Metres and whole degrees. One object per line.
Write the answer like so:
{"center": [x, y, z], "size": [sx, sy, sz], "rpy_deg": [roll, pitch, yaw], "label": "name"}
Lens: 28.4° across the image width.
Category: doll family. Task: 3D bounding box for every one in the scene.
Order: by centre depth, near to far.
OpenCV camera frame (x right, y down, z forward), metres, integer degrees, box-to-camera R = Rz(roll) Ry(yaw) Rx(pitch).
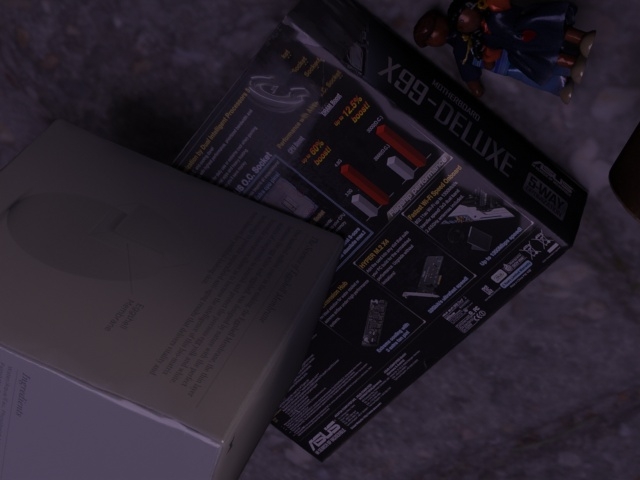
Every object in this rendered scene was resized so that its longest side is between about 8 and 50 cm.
{"center": [0.117, -0.153, 0.776], "size": [0.111, 0.076, 0.193], "rpy_deg": [16, 130, 5], "label": "doll family"}

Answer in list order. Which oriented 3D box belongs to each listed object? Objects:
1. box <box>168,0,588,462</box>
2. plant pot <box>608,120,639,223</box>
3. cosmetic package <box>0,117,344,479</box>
{"center": [0.000, 0.000, 0.925], "size": [0.242, 0.076, 0.307], "rpy_deg": [38, 128, -6], "label": "box"}
{"center": [0.301, -0.097, 0.676], "size": [0.215, 0.215, 0.230], "rpy_deg": [22, 114, 6], "label": "plant pot"}
{"center": [-0.133, 0.062, 0.828], "size": [0.225, 0.224, 0.138], "rpy_deg": [22, 127, 8], "label": "cosmetic package"}
